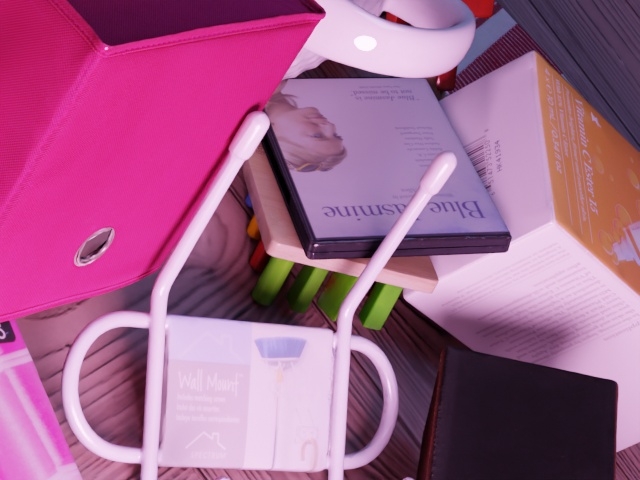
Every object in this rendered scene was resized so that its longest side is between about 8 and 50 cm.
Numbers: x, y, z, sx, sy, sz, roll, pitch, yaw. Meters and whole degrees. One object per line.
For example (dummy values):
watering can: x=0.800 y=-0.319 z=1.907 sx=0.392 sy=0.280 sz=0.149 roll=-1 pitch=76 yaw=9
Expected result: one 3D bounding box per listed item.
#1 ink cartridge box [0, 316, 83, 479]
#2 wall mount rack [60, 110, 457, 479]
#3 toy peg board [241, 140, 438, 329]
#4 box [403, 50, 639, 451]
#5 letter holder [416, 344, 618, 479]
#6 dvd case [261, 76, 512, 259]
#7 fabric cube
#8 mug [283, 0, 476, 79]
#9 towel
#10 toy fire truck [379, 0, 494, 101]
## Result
ink cartridge box: x=-0.215 y=0.222 z=1.097 sx=0.175 sy=0.069 sz=0.371 roll=-5 pitch=65 yaw=-50
wall mount rack: x=-0.020 y=0.071 z=1.310 sx=0.350 sy=0.130 sz=0.304 roll=8 pitch=83 yaw=-44
toy peg board: x=0.000 y=0.000 z=1.518 sx=0.161 sy=0.079 sz=0.161 roll=14 pitch=32 yaw=-24
box: x=0.242 y=0.020 z=1.642 sx=0.345 sy=0.168 sz=0.215 roll=37 pitch=37 yaw=-38
letter holder: x=0.140 y=0.276 z=1.392 sx=0.152 sy=0.214 sz=0.302 roll=12 pitch=43 yaw=0
dvd case: x=0.044 y=-0.070 z=1.512 sx=0.180 sy=0.022 sz=0.253 roll=-2 pitch=38 yaw=-17
fabric cube: x=-0.204 y=-0.130 z=1.201 sx=0.259 sy=0.258 sz=0.254 roll=46 pitch=30 yaw=17
mug: x=-0.037 y=-0.244 z=1.487 sx=0.374 sy=0.276 sz=0.328 roll=32 pitch=24 yaw=23
towel: x=0.256 y=-0.106 z=1.940 sx=0.329 sy=0.037 sz=0.237 roll=49 pitch=37 yaw=-1
toy fire truck: x=0.075 y=-0.200 z=1.724 sx=0.158 sy=0.217 sz=0.246 roll=-5 pitch=105 yaw=-51
